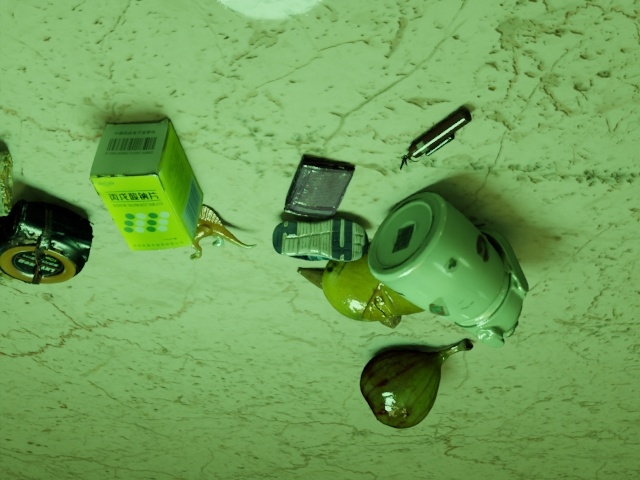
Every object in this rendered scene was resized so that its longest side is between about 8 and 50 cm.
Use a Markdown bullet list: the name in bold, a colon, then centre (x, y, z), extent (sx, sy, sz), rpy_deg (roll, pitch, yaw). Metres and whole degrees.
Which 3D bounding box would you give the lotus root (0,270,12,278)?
- **lotus root**: centre (-0.699, 0.051, 1.943), extent (0.150, 0.062, 0.073), rpy_deg (-18, 118, 24)

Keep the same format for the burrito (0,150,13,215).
- **burrito**: centre (-0.735, -0.105, 1.687), extent (0.299, 0.105, 0.143), rpy_deg (-4, 141, 13)

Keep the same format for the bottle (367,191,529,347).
- **bottle**: centre (0.290, 0.066, 1.738), extent (0.351, 0.229, 0.229), rpy_deg (34, 135, -27)

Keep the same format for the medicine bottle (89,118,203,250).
- **medicine bottle**: centre (-0.329, -0.102, 1.627), extent (0.137, 0.141, 0.250), rpy_deg (0, 145, 11)

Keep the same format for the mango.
- **mango**: centre (0.133, 0.098, 1.866), extent (0.261, 0.167, 0.130), rpy_deg (-1, 159, 0)

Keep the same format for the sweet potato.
- **sweet potato**: centre (0.074, 0.126, 1.988), extent (0.281, 0.067, 0.059), rpy_deg (31, 100, -26)

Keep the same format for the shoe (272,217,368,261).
- **shoe**: centre (0.000, 0.000, 1.798), extent (0.207, 0.092, 0.106), rpy_deg (3, 176, 4)

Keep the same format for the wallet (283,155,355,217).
- **wallet**: centre (-0.004, -0.102, 1.689), extent (0.111, 0.030, 0.166), rpy_deg (10, 145, -11)

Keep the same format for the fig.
- **fig**: centre (0.269, 0.361, 2.231), extent (0.320, 0.217, 0.217), rpy_deg (-31, 138, 6)

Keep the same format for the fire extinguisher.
- **fire extinguisher**: centre (0.214, -0.187, 1.553), extent (0.049, 0.035, 0.173), rpy_deg (-17, 168, -48)

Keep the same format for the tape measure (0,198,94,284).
- **tape measure**: centre (-0.602, 0.004, 1.807), extent (0.202, 0.135, 0.223), rpy_deg (21, 140, -35)

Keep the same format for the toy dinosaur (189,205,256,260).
- **toy dinosaur**: centre (-0.254, -0.034, 1.808), extent (0.212, 0.057, 0.142), rpy_deg (-10, 125, 0)
